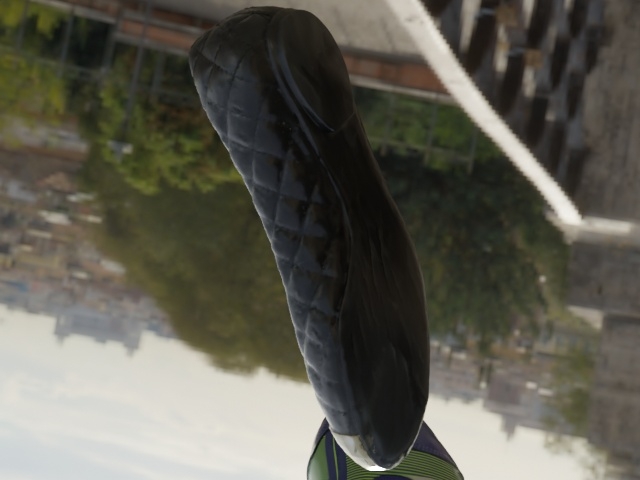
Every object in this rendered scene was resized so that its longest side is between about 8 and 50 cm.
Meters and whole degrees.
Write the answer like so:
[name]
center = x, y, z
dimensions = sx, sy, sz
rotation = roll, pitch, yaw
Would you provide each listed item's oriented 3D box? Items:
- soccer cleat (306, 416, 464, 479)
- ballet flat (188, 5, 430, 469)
[soccer cleat]
center = 0.088, 0.220, 0.799
dimensions = 0.093, 0.289, 0.121
rotation = -32, -161, 21
[ballet flat]
center = 0.000, 0.000, 0.475
dimensions = 0.049, 0.173, 0.057
rotation = -10, -171, 41
